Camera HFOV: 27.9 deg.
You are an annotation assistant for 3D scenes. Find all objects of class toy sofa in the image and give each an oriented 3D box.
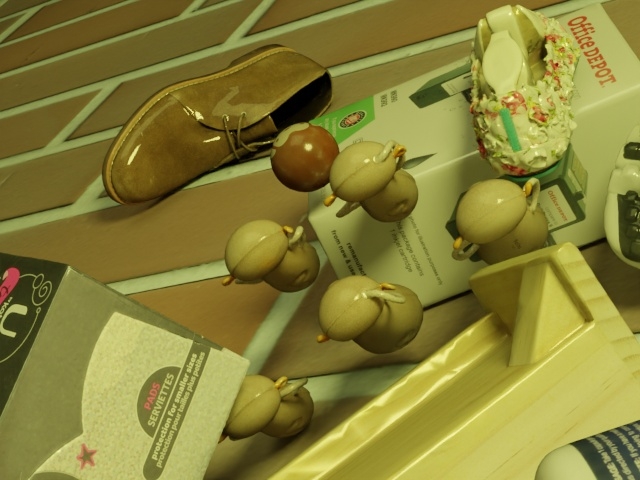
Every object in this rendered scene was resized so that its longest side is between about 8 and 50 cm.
[{"bbox_3d":[0.036,0.172,0.745,0.362,0.177,0.150,-35,1,-16],"label":"toy sofa"}]

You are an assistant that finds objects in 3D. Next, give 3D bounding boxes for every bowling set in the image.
[{"bbox_3d":[0.000,0.000,0.923,0.287,0.200,0.154,-41,-17,7],"label":"bowling set"}]

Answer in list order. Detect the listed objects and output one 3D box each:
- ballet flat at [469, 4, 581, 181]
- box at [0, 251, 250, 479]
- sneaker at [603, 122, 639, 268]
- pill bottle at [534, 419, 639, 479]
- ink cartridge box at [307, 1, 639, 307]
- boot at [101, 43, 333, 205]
[{"bbox_3d":[0.151,-0.134,0.980,0.091,0.077,0.241,-20,29,15],"label":"ballet flat"},{"bbox_3d":[-0.180,0.153,0.835,0.142,0.163,0.247,8,71,51],"label":"box"},{"bbox_3d":[0.311,-0.072,0.955,0.110,0.118,0.292,19,57,39],"label":"sneaker"},{"bbox_3d":[0.167,0.145,0.638,0.186,0.112,0.112,-18,25,-2],"label":"pill bottle"},{"bbox_3d":[0.142,-0.070,1.098,0.289,0.121,0.211,-22,26,10],"label":"ink cartridge box"},{"bbox_3d":[-0.117,-0.135,1.519,0.305,0.112,0.115,-35,36,-22],"label":"boot"}]
